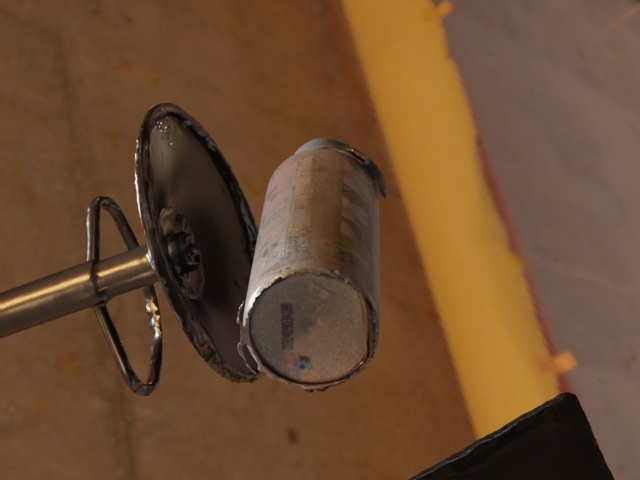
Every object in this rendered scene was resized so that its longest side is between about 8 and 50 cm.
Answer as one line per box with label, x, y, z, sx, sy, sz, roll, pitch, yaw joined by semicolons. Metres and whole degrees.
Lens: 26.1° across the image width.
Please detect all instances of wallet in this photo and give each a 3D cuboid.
wallet;0.145;0.261;1.260;0.285;0.030;0.146;-25;-82;-17

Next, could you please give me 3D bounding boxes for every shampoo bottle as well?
shampoo bottle;0.000;0.000;0.733;0.072;0.072;0.214;41;-161;-15

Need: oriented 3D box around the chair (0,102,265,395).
chair;-0.260;0.060;1.085;0.226;0.401;0.226;-18;-90;-75
